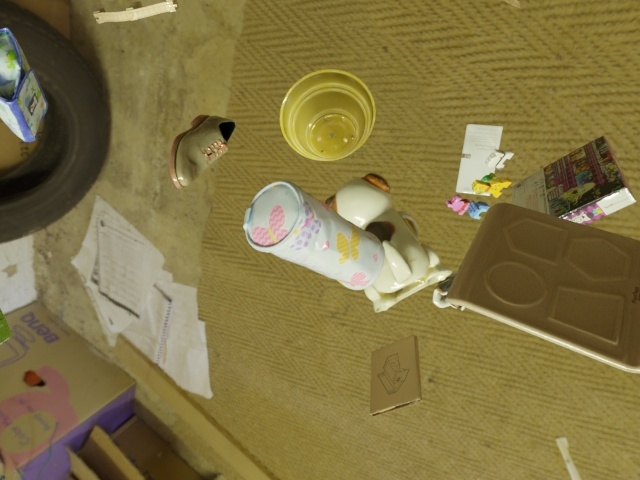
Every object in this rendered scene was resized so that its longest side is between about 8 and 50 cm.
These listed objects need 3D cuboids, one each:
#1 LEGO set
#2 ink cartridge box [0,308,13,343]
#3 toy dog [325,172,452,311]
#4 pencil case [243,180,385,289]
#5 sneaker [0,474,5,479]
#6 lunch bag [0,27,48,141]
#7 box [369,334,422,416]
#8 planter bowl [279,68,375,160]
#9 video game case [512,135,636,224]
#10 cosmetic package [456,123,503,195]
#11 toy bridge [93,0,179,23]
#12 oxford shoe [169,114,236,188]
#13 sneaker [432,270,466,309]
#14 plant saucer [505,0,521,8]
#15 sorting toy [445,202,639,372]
[{"bbox_3d":[0.426,-0.140,1.132,0.227,0.093,0.087,-60,32,38],"label":"LEGO set"},{"bbox_3d":[-0.735,0.210,0.745,0.188,0.255,0.097,-14,106,-1],"label":"ink cartridge box"},{"bbox_3d":[0.175,-0.009,1.357,0.284,0.395,0.408,-34,68,18],"label":"toy dog"},{"bbox_3d":[0.000,0.000,0.703,0.124,0.273,0.114,11,79,38],"label":"pencil case"},{"bbox_3d":[-0.608,0.489,0.795,0.135,0.058,0.052,27,83,39],"label":"sneaker"},{"bbox_3d":[-0.553,-0.271,0.744,0.151,0.096,0.129,67,155,10],"label":"lunch bag"},{"bbox_3d":[0.210,0.379,1.185,0.164,0.201,0.021,-34,119,32],"label":"box"},{"bbox_3d":[0.022,-0.247,0.910,0.217,0.090,0.217,-4,130,-5],"label":"planter bowl"},{"bbox_3d":[0.496,-0.097,0.855,0.042,0.232,0.210,45,129,-12],"label":"video game case"},{"bbox_3d":[0.542,-0.275,1.433,0.117,0.085,0.231,9,104,21],"label":"cosmetic package"},{"bbox_3d":[-0.405,-0.502,0.917,0.188,0.063,0.026,-6,132,5],"label":"toy bridge"},{"bbox_3d":[-0.368,-0.297,1.327,0.130,0.348,0.123,1,139,12],"label":"oxford shoe"},{"bbox_3d":[0.487,0.156,1.381,0.126,0.127,0.321,39,156,1],"label":"sneaker"},{"bbox_3d":[0.538,-0.688,1.193,0.083,0.083,0.015,36,129,12],"label":"plant saucer"},{"bbox_3d":[0.281,0.043,0.503,0.208,0.193,0.038,18,141,28],"label":"sorting toy"}]
